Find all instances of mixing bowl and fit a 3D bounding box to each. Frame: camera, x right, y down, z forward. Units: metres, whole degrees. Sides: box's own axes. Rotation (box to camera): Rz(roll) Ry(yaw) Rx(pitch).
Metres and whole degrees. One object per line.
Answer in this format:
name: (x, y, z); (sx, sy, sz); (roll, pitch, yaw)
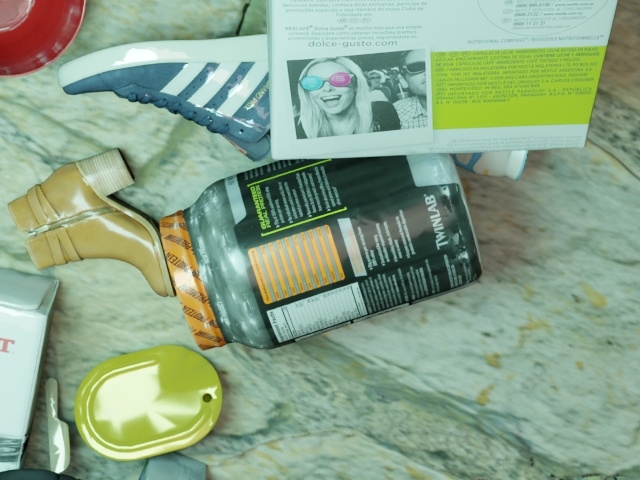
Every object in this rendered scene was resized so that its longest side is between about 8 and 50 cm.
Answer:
mixing bowl: (-0.362, -0.279, 1.853); (0.181, 0.098, 0.181); (-4, 103, -18)

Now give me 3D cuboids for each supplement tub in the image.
supplement tub: (0.000, 0.000, 1.886); (0.338, 0.207, 0.207); (-17, 102, 1)

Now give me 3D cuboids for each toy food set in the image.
toy food set: (-0.225, 0.204, 1.993); (0.218, 0.071, 0.128); (-13, 78, -2)

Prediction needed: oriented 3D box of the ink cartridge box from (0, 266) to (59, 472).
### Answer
ink cartridge box: (-0.483, 0.216, 1.922); (0.286, 0.166, 0.394); (12, 103, -6)

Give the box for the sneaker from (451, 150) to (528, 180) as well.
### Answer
sneaker: (0.208, -0.187, 1.922); (0.092, 0.087, 0.228); (9, 98, 3)

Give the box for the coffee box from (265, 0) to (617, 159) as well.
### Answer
coffee box: (0.111, -0.319, 1.697); (0.338, 0.337, 0.334); (-2, 141, -3)

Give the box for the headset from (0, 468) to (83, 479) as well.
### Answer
headset: (-0.258, 0.413, 1.833); (0.394, 0.185, 0.243); (23, 100, -12)

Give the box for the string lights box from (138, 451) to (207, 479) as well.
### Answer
string lights box: (-0.220, 0.394, 1.992); (0.077, 0.133, 0.259); (22, 99, -7)

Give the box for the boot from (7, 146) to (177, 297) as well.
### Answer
boot: (-0.266, 0.004, 1.943); (0.152, 0.073, 0.197); (-26, 90, 1)

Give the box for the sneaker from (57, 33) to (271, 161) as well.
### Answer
sneaker: (-0.122, -0.160, 1.884); (0.350, 0.131, 0.148); (-4, 98, -2)
